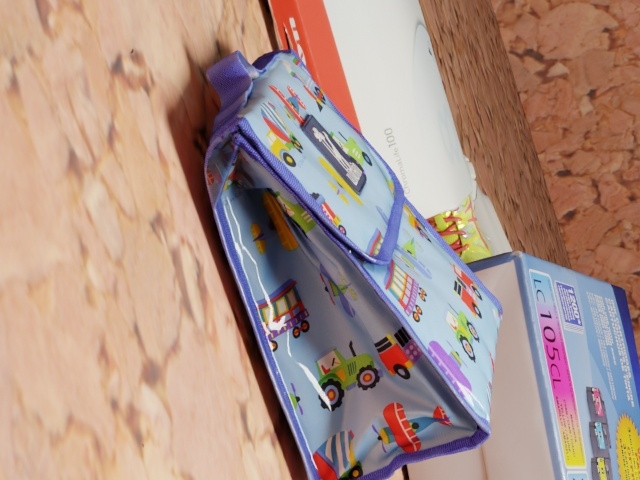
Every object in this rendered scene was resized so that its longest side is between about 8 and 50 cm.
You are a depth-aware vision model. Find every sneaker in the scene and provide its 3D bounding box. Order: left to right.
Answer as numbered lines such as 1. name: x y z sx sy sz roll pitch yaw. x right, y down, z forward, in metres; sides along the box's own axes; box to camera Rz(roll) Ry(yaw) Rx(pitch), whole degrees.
1. sneaker: 0.136 -0.021 1.909 0.094 0.081 0.209 39 33 -54

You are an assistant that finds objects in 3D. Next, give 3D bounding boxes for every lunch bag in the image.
1. lunch bag: 0.000 0.000 1.208 0.293 0.138 0.221 59 17 -14

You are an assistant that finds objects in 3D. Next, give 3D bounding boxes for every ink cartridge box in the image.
1. ink cartridge box: 0.046 -0.161 1.611 0.385 0.091 0.308 -41 116 -78
2. ink cartridge box: 0.216 0.172 1.661 0.395 0.151 0.270 17 63 -65

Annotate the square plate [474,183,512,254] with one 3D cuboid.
1. square plate: 0.237 0.108 2.096 0.344 0.049 0.347 -106 176 -56
